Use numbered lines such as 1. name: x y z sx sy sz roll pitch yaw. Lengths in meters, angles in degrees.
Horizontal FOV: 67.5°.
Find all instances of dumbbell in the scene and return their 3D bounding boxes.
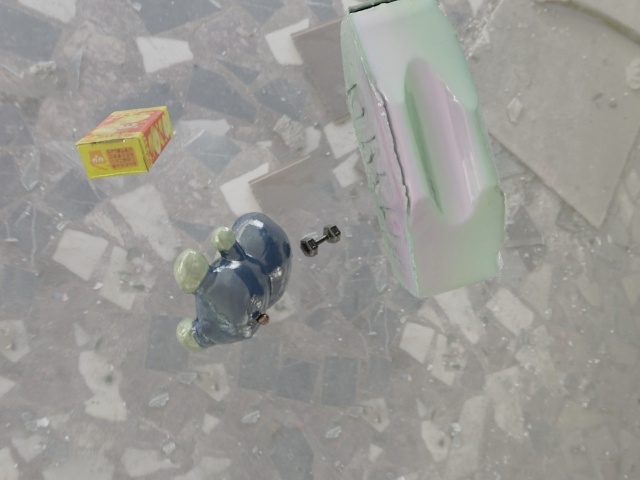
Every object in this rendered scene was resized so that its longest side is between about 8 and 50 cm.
1. dumbbell: 0.000 0.000 0.912 0.083 0.040 0.036 -31 113 -31

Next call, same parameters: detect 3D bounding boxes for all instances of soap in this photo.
1. soap: 0.156 -0.143 0.772 0.156 0.261 0.446 -16 98 -2

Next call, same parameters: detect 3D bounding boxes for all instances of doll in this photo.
1. doll: -0.136 0.059 0.818 0.154 0.258 0.228 9 121 6

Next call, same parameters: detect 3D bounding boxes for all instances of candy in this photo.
1. candy: -0.460 -0.245 1.159 0.146 0.276 0.088 -8 121 0
